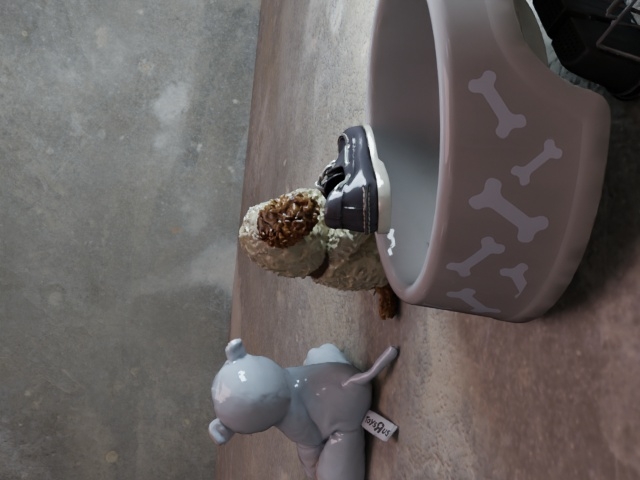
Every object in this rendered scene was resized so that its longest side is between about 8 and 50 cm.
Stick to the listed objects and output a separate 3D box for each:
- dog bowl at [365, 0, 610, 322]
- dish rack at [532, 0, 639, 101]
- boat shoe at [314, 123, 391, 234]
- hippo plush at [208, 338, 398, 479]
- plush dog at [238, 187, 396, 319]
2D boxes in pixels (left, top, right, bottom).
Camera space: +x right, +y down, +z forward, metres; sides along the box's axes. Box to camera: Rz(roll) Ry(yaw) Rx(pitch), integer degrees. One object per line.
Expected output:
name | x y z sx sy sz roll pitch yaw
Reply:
dog bowl | 0.114 -0.097 0.515 0.349 0.102 0.348 177 90 -86
dish rack | 0.230 -0.255 0.366 0.271 0.074 0.208 120 149 -52
boat shoe | 0.026 -0.069 0.580 0.206 0.065 0.075 -99 5 -61
hippo plush | -0.052 0.270 0.860 0.294 0.237 0.234 152 122 -71
plush dog | 0.000 0.000 0.784 0.262 0.226 0.210 152 122 -70
